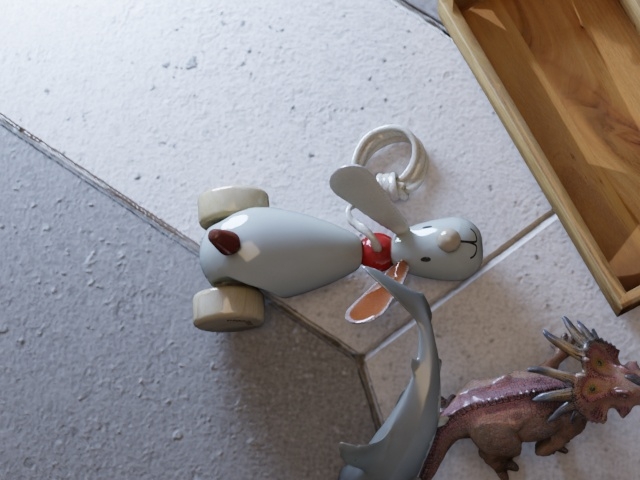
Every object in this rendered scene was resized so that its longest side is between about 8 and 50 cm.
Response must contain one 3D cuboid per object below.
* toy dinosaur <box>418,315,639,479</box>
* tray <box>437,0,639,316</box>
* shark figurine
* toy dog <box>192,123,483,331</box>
[{"bbox_3d":[0.211,0.172,1.642,0.296,0.200,0.127,-23,77,0],"label":"toy dinosaur"},{"bbox_3d":[0.320,-0.142,1.765,0.203,0.076,0.411,-28,78,-2],"label":"tray"},{"bbox_3d":[0.068,0.181,1.616,0.116,0.166,0.278,2,113,-32],"label":"shark figurine"},{"bbox_3d":[0.000,0.000,1.716,0.334,0.161,0.220,-24,78,0],"label":"toy dog"}]
